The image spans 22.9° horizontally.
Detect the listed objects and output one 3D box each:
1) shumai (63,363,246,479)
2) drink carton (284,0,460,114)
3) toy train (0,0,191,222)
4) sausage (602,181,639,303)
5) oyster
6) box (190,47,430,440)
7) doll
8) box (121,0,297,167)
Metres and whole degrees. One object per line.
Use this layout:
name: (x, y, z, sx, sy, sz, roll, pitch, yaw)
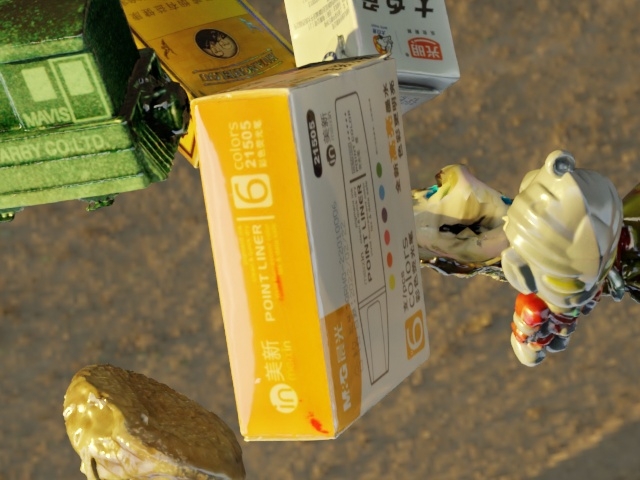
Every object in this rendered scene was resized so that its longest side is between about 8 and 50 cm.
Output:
shumai: (-0.148, 0.197, 1.301, 0.161, 0.153, 0.209, 15, -172, -31)
drink carton: (0.032, -0.284, 1.564, 0.131, 0.314, 0.106, 1, 160, -35)
toy train: (-0.273, -0.115, 1.287, 0.330, 0.138, 0.178, -7, 128, 13)
sausage: (0.354, -0.043, 1.358, 0.317, 0.117, 0.125, -37, 146, -4)
oyster: (0.161, -0.012, 1.808, 0.198, 0.259, 0.092, 17, 123, 23)
box: (0.000, 0.000, 1.247, 0.091, 0.273, 0.221, -2, -166, 25)
doll: (0.154, 0.012, 1.017, 0.094, 0.079, 0.180, -23, 139, -19)
box: (-0.156, -0.234, 1.992, 0.193, 0.301, 0.084, -22, 144, -33)
